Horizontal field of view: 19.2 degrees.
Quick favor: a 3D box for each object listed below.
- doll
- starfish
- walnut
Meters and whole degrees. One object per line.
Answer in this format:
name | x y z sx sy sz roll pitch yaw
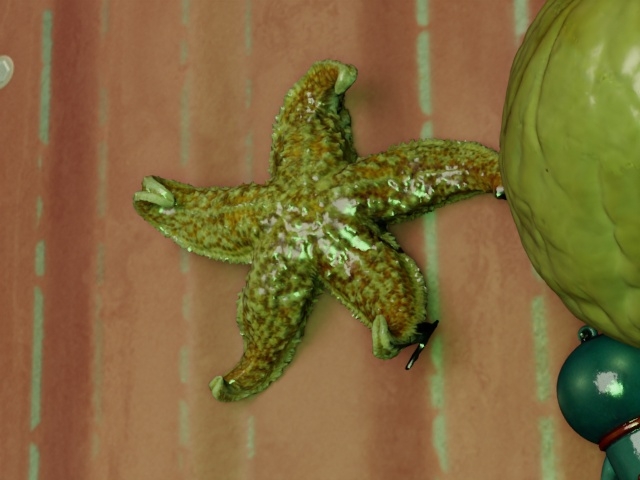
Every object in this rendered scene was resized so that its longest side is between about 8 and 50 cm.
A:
doll | 0.228 0.129 1.392 0.114 0.085 0.152 -38 69 27
starfish | -0.002 0.002 1.551 0.312 0.113 0.303 -47 57 5
walnut | 0.267 -0.067 1.307 0.277 0.313 0.252 -34 35 -16
